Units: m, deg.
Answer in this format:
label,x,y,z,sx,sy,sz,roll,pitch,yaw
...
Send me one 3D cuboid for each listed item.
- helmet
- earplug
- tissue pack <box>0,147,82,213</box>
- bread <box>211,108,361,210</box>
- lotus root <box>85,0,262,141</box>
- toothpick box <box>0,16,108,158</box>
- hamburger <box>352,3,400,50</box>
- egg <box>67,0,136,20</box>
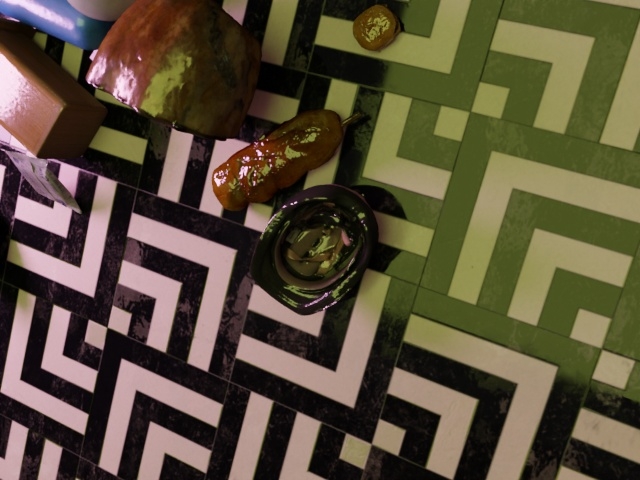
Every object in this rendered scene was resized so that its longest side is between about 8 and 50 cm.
label,x,y,z,sx,sy,sz,roll,pitch,yaw
helmet,0.000,0.000,1.283,0.198,0.154,0.253,38,127,-4
earplug,-0.569,-0.504,1.497,0.273,0.132,0.132,29,104,15
tissue pack,-0.616,-0.132,1.522,0.123,0.193,0.026,23,65,19
bread,-0.072,-0.167,1.333,0.344,0.084,0.124,-28,84,22
lotus root,-0.223,-0.326,1.280,0.316,0.316,0.249,35,101,17
toothpick box,-0.649,-0.329,1.516,0.308,0.187,0.190,42,107,11
hamburger,0.102,-0.393,1.264,0.083,0.044,0.076,-41,78,23
egg,-0.367,-0.598,1.346,0.371,0.230,0.230,-44,77,13
